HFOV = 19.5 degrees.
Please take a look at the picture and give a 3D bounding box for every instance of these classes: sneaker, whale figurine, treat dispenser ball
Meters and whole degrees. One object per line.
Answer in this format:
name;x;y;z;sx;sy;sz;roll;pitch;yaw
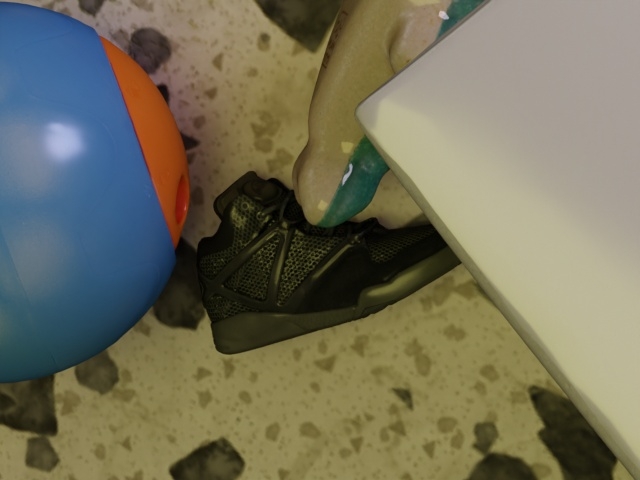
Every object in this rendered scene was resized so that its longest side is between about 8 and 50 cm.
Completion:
sneaker;0.000;0.000;1.428;0.228;0.087;0.130;-16;98;28
whale figurine;0.077;-0.125;1.329;0.141;0.216;0.272;25;96;-10
treat dispenser ball;-0.242;-0.036;1.410;0.288;0.288;0.288;3;99;21

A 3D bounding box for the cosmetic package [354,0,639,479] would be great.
cosmetic package;0.261;-0.032;1.121;0.327;0.394;0.329;-38;82;4
